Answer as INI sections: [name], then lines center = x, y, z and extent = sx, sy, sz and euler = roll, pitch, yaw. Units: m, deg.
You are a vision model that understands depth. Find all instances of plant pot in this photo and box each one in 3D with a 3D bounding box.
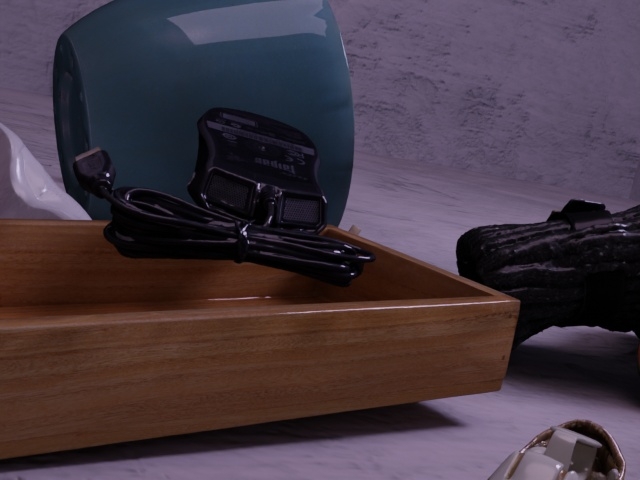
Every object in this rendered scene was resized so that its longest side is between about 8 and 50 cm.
[plant pot]
center = -0.133, -0.120, 1.079
extent = 0.235, 0.293, 0.293
euler = -6, 16, -23

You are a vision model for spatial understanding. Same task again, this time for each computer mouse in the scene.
[computer mouse]
center = -0.080, -0.032, 0.744
extent = 0.184, 0.060, 0.262
euler = 11, 22, -17

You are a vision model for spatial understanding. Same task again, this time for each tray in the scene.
[tray]
center = -0.089, 0.046, 0.674
extent = 0.411, 0.076, 0.203
euler = 1, 14, -41

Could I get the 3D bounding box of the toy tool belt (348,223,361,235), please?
[toy tool belt]
center = 0.000, 0.000, 1.199
extent = 0.083, 0.051, 0.052
euler = 12, 9, 2

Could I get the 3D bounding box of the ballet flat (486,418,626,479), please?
[ballet flat]
center = 0.100, 0.126, 0.516
extent = 0.073, 0.067, 0.206
euler = 16, 10, 21

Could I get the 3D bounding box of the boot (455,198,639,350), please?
[boot]
center = 0.258, 0.046, 1.029
extent = 0.260, 0.131, 0.348
euler = -18, -24, 1

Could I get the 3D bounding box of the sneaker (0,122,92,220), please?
[sneaker]
center = -0.232, -0.020, 0.898
extent = 0.212, 0.080, 0.094
euler = 45, 9, 30

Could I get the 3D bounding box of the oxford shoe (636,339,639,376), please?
[oxford shoe]
center = 0.422, 0.117, 0.960
extent = 0.363, 0.130, 0.133
euler = 2, -21, -18
